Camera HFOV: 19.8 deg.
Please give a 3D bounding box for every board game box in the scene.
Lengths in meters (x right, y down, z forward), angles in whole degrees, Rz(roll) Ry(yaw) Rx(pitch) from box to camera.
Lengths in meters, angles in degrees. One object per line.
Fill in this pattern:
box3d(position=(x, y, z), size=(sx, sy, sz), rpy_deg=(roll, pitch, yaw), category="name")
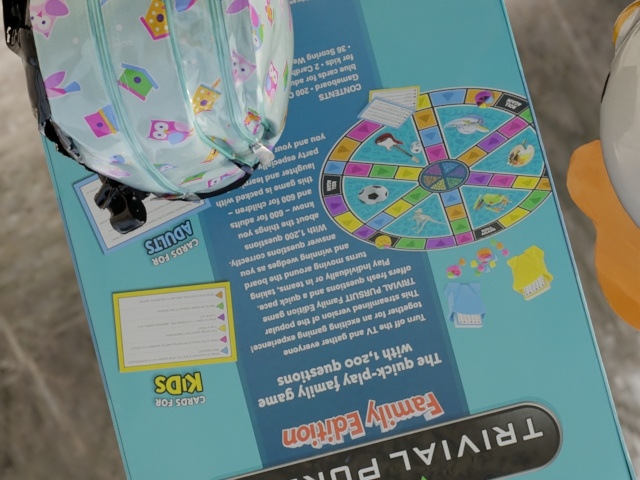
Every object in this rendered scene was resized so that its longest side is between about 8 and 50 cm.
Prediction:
box3d(position=(0.000, 0.000, 0.968), size=(0.254, 0.336, 0.079), rpy_deg=(-15, 176, 5), category="board game box")

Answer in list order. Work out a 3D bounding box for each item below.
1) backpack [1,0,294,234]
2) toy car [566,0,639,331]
box3d(position=(-0.070, -0.091, 0.780), size=(0.115, 0.152, 0.182), rpy_deg=(-15, 176, 4), category="backpack")
box3d(position=(0.155, -0.078, 0.639), size=(0.238, 0.210, 0.219), rpy_deg=(-55, 152, 17), category="toy car")
